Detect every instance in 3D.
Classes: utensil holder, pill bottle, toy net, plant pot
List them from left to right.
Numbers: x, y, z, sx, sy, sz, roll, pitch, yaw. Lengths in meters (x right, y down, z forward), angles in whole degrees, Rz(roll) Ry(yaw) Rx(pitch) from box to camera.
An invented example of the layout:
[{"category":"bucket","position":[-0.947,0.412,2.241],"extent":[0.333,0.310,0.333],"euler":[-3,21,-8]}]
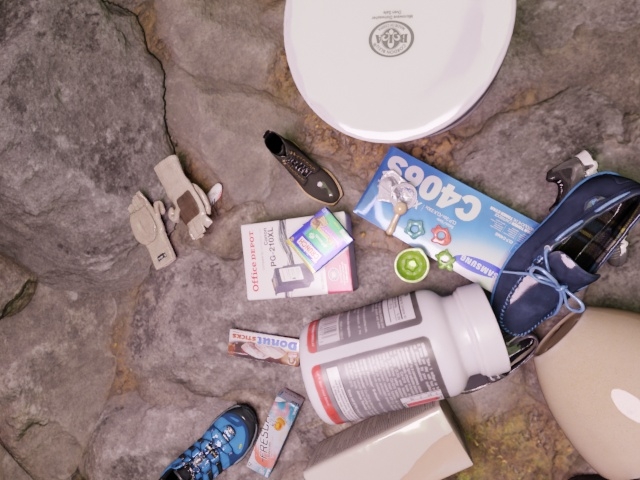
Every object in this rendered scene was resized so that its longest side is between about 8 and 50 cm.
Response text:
[{"category":"pill bottle","position":[0.159,0.218,0.822],"extent":[0.363,0.210,0.210],"euler":[-18,85,12]},{"category":"utensil holder","position":[0.146,-0.328,0.710],"extent":[0.328,0.385,0.327],"euler":[6,109,17]},{"category":"toy net","position":[0.185,-0.038,0.830],"extent":[0.122,0.045,0.232],"euler":[-17,86,14]},{"category":"plant pot","position":[0.494,0.226,0.721],"extent":[0.191,0.284,0.284],"euler":[42,98,19]}]

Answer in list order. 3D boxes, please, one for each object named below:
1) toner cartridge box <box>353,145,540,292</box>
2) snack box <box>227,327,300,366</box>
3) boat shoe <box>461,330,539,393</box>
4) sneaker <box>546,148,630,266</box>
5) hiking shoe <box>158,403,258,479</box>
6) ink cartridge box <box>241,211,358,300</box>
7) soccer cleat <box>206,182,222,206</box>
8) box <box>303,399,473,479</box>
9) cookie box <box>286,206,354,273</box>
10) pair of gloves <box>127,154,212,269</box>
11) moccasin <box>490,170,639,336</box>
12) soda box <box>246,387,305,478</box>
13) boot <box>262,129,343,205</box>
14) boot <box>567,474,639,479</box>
[{"category":"toner cartridge box","position":[0.260,-0.043,0.874],"extent":[0.348,0.075,0.165],"euler":[31,98,12]},{"category":"snack box","position":[-0.132,0.252,0.983],"extent":[0.178,0.022,0.064],"euler":[5,89,13]},{"category":"boat shoe","position":[0.354,0.248,0.850],"extent":[0.206,0.065,0.075],"euler":[-38,81,9]},{"category":"sneaker","position":[0.515,-0.053,0.819],"extent":[0.106,0.078,0.234],"euler":[-20,83,18]},{"category":"hiking shoe","position":[-0.261,0.507,0.950],"extent":[0.113,0.132,0.304],"euler":[43,98,10]},{"category":"ink cartridge box","position":[-0.046,0.037,0.929],"extent":[0.237,0.100,0.171],"euler":[-7,87,12]},{"category":"soccer cleat","position":[-0.268,-0.103,1.016],"extent":[0.029,0.035,0.083],"euler":[36,97,10]},{"category":"box","position":[0.136,0.437,0.856],"extent":[0.311,0.148,0.121],"euler":[-31,83,12]},{"category":"cookie box","position":[0.000,0.000,0.847],"extent":[0.107,0.040,0.092],"euler":[-41,82,8]},{"category":"pair of gloves","position":[-0.371,-0.066,1.020],"extent":[0.240,0.042,0.204],"euler":[-37,84,25]},{"category":"moccasin","position":[0.425,0.032,0.735],"extent":[0.138,0.117,0.341],"euler":[23,105,-10]},{"category":"soda box","position":[-0.101,0.437,0.951],"extent":[0.058,0.063,0.183],"euler":[23,94,12]},{"category":"boot","position":[-0.043,-0.155,0.914],"extent":[0.198,0.137,0.077],"euler":[41,98,10]},{"category":"boot","position":[0.634,0.610,0.747],"extent":[0.378,0.138,0.284],"euler":[9,91,8]}]
